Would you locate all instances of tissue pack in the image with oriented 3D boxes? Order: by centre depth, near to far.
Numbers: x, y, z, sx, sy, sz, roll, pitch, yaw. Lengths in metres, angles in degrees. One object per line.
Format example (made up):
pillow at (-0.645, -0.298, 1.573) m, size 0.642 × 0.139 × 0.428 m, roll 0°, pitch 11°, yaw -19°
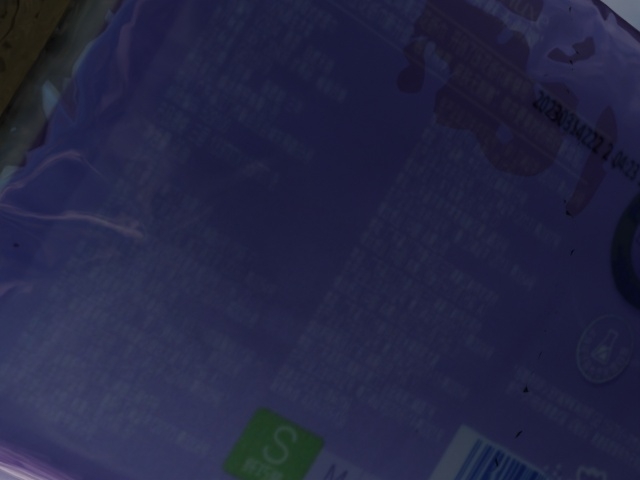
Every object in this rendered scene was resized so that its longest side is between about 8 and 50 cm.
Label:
tissue pack at (0.000, 0.000, 0.671) m, size 0.242 × 0.338 × 0.160 m, roll -60°, pitch -147°, yaw -3°
